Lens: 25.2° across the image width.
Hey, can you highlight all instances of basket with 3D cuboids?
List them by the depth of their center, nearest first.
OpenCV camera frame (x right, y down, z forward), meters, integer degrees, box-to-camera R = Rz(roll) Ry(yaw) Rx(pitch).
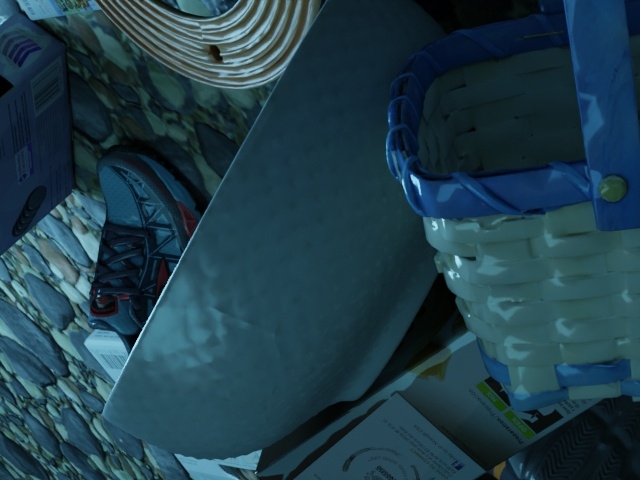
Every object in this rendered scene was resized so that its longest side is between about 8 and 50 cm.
[{"bbox_3d":[0.131,-0.085,0.714,0.201,0.255,0.289,-13,117,11],"label":"basket"}]

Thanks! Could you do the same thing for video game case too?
[{"bbox_3d":[-0.241,-0.232,1.237,0.122,0.011,0.087,4,133,50],"label":"video game case"}]

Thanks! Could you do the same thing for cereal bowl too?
[{"bbox_3d":[0.000,0.000,0.933,0.141,0.339,0.339,28,152,-2],"label":"cereal bowl"}]

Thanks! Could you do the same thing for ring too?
[{"bbox_3d":[-0.115,-0.256,0.986,0.336,0.032,0.336,35,147,27],"label":"ring"}]

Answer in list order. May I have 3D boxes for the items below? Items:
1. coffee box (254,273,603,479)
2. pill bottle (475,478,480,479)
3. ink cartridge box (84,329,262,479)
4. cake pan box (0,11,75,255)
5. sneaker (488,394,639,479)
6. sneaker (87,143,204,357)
[{"bbox_3d":[0.082,0.098,1.013,0.246,0.141,0.098,-38,107,25],"label":"coffee box"},{"bbox_3d":[0.113,0.274,1.383,0.215,0.117,0.117,31,150,21],"label":"pill bottle"},{"bbox_3d":[-0.116,0.186,1.614,0.275,0.060,0.239,-2,130,52],"label":"ink cartridge box"},{"bbox_3d":[-0.342,-0.058,1.360,0.070,0.246,0.267,35,152,13],"label":"cake pan box"},{"bbox_3d":[0.166,0.160,1.180,0.321,0.124,0.180,43,158,22],"label":"sneaker"},{"bbox_3d":[-0.167,0.039,1.368,0.104,0.125,0.262,1,115,48],"label":"sneaker"}]
